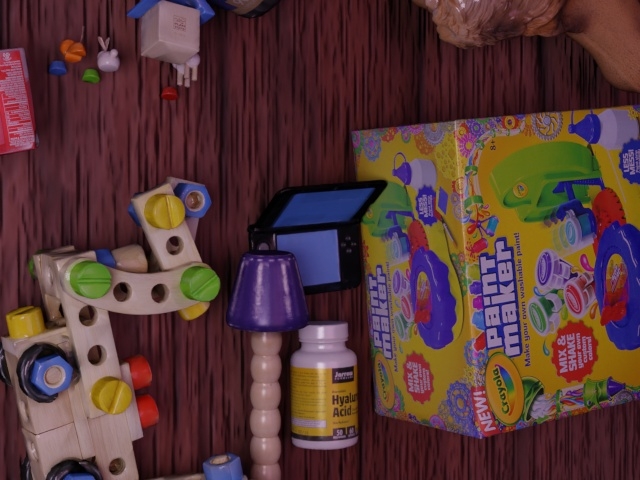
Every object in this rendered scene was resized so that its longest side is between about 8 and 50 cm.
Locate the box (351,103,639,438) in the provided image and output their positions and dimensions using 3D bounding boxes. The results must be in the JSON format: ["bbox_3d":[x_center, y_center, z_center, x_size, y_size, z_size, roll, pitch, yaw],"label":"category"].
[{"bbox_3d":[0.201,0.019,1.244,0.279,0.177,0.290,-8,96,-31],"label":"box"}]

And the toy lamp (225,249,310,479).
[{"bbox_3d":[-0.049,0.147,1.138,0.080,0.080,0.275,-4,100,-32],"label":"toy lamp"}]

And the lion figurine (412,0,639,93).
[{"bbox_3d":[0.283,-0.248,1.300,0.392,0.142,0.240,24,65,-23],"label":"lion figurine"}]

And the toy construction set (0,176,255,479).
[{"bbox_3d":[-0.150,0.121,1.053,0.215,0.151,0.328,-17,89,-31],"label":"toy construction set"}]

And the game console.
[{"bbox_3d":[0.000,0.000,1.178,0.122,0.071,0.107,-6,94,-31],"label":"game console"}]

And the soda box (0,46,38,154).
[{"bbox_3d":[-0.354,-0.087,0.940,0.263,0.092,0.084,-12,97,-31],"label":"soda box"}]

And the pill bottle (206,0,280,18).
[{"bbox_3d":[-0.129,-0.281,1.060,0.219,0.122,0.123,16,83,-31],"label":"pill bottle"}]

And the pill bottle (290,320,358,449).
[{"bbox_3d":[0.003,0.136,1.187,0.065,0.065,0.116,-3,92,-32],"label":"pill bottle"}]

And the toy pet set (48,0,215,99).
[{"bbox_3d":[-0.153,-0.179,1.064,0.122,0.114,0.065,10,70,-34],"label":"toy pet set"}]
